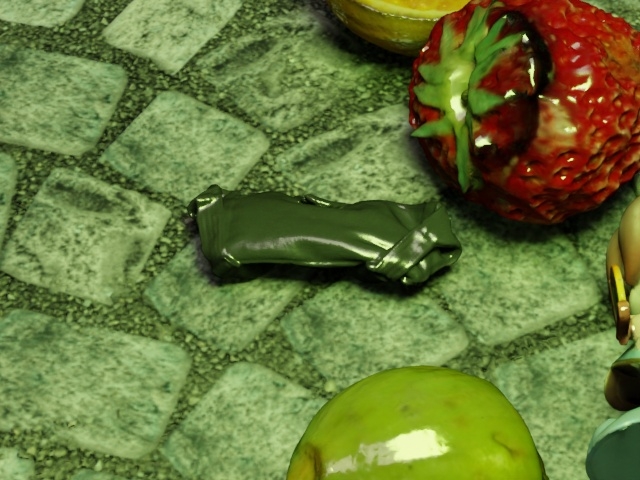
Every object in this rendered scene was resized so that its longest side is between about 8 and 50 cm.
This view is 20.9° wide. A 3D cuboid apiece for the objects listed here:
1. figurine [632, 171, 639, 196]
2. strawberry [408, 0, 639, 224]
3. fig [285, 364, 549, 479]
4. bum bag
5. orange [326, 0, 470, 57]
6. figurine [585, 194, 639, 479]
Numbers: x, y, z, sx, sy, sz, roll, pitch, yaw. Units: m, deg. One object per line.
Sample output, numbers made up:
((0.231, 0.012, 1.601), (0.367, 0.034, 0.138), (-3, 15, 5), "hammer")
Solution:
((0.497, -0.093, 2.022), (0.250, 0.141, 0.166), (6, 51, 5), "figurine")
((0.265, -0.146, 2.008), (0.310, 0.292, 0.291), (25, 43, -32), "strawberry")
((0.088, 0.240, 1.694), (0.271, 0.239, 0.239), (1, 43, -39), "fig")
((0.000, 0.000, 2.001), (0.326, 0.079, 0.142), (6, 44, 10), "bum bag")
((0.144, -0.350, 2.168), (0.310, 0.274, 0.274), (-1, 41, -46), "orange")
((0.407, 0.073, 1.835), (0.248, 0.276, 0.388), (-11, 45, 23), "figurine")
